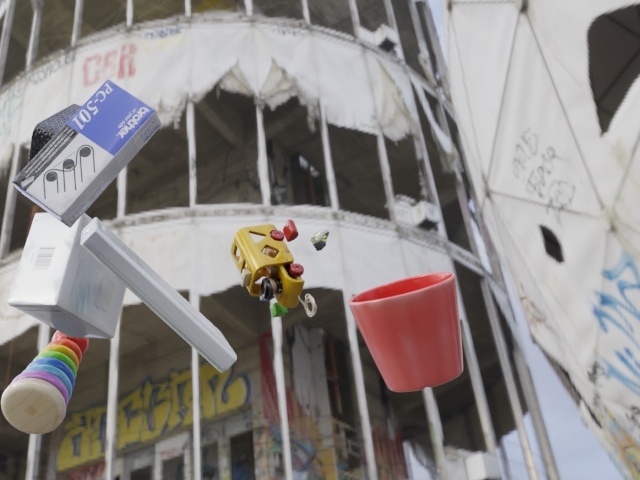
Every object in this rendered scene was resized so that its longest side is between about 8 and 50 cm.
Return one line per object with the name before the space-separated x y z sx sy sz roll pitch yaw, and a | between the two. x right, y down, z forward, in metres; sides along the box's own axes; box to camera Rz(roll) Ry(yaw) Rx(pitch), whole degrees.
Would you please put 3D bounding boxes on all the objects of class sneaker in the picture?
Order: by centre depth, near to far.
sneaker | 0.000 0.000 1.820 0.031 0.083 0.035 -13 -76 27

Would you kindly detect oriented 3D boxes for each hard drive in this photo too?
hard drive | -0.277 0.088 1.333 0.040 0.203 0.307 -46 -73 -6

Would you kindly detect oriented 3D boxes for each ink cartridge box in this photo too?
ink cartridge box | -0.336 -0.128 1.142 0.097 0.207 0.046 34 -17 14

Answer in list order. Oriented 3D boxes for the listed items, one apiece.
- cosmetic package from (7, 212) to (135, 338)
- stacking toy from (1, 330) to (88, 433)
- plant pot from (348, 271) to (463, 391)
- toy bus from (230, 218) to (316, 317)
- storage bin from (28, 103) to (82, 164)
cosmetic package | -0.558 0.083 1.799 0.138 0.224 0.224 -1 -25 20
stacking toy | -0.624 0.302 1.857 0.141 0.330 0.141 1 -65 1
plant pot | 0.230 0.229 1.953 0.275 0.243 0.275 -15 3 1
toy bus | -0.107 0.062 1.547 0.104 0.191 0.202 -7 -1 -27
storage bin | -0.496 -0.186 1.567 0.084 0.180 0.122 20 -63 3
